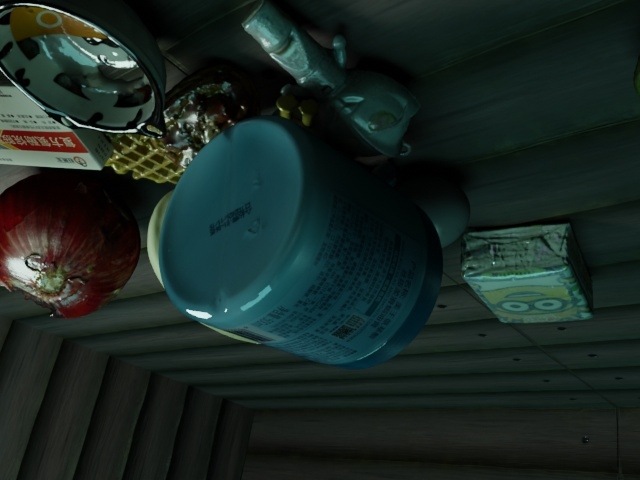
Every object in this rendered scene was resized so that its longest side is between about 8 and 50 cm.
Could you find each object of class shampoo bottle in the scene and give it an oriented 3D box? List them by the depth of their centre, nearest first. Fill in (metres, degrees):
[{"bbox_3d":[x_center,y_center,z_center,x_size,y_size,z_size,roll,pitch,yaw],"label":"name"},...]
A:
[{"bbox_3d":[-0.030,0.015,1.063,0.331,0.331,0.342,-12,154,38],"label":"shampoo bottle"}]

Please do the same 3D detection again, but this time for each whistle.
[{"bbox_3d":[0.026,-0.235,1.017,0.346,0.134,0.142,37,148,-28],"label":"whistle"}]

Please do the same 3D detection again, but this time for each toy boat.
[{"bbox_3d":[0.069,-0.105,1.324,0.102,0.088,0.215,48,150,1],"label":"toy boat"}]

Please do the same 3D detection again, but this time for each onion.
[{"bbox_3d":[-0.573,-0.001,1.498,0.341,0.341,0.341,8,155,4],"label":"onion"}]

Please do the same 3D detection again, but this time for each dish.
[{"bbox_3d":[-0.352,-0.290,1.011,0.303,0.120,0.303,12,153,6],"label":"dish"}]

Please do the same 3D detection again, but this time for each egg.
[{"bbox_3d":[0.196,-0.050,1.290,0.198,0.146,0.146,-7,150,37],"label":"egg"}]

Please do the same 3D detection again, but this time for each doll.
[{"bbox_3d":[-0.047,-0.155,1.214,0.138,0.119,0.293,17,150,5],"label":"doll"}]

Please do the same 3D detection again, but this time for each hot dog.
[{"bbox_3d":[-0.202,-0.204,1.131,0.160,0.099,0.227,41,124,-22],"label":"hot dog"}]

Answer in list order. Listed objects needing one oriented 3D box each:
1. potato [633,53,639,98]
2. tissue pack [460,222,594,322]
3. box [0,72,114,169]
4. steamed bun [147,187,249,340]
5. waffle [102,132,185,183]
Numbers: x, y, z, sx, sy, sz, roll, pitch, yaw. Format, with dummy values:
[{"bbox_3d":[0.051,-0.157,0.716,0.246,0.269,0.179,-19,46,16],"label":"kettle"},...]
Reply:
[{"bbox_3d":[0.505,-0.230,0.806,0.169,0.143,0.248,12,156,-30],"label":"potato"},{"bbox_3d":[0.473,0.084,1.495,0.228,0.128,0.311,-6,152,29],"label":"tissue pack"},{"bbox_3d":[-0.592,-0.230,1.243,0.353,0.069,0.214,7,148,23],"label":"box"},{"bbox_3d":[-0.144,0.084,1.475,0.456,0.290,0.371,11,160,10],"label":"steamed bun"},{"bbox_3d":[-0.350,-0.188,1.313,0.253,0.056,0.249,14,154,-6],"label":"waffle"}]
